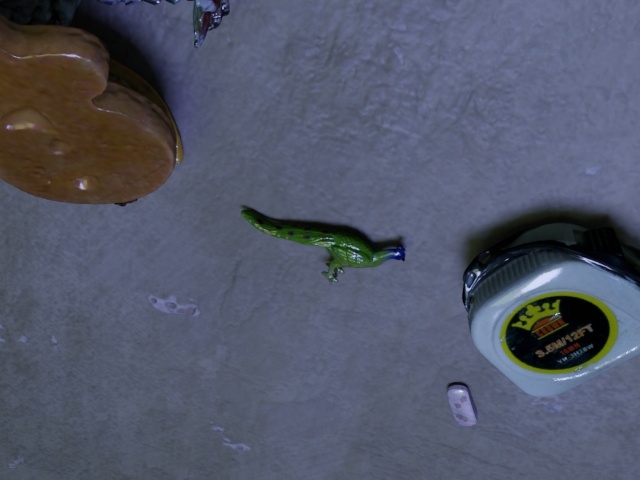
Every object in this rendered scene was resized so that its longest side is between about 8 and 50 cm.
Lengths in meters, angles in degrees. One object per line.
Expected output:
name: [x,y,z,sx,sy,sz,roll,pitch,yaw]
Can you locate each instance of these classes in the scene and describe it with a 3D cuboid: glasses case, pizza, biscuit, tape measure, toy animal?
glasses case: [0.208,0.242,1.194,0.032,0.021,0.083,-5,128,23]
pizza: [-0.226,-0.137,0.962,0.099,0.036,0.160,-36,126,-5]
biscuit: [-0.302,-0.135,0.841,0.275,0.052,0.355,-20,150,31]
tape measure: [0.293,0.061,0.961,0.235,0.115,0.207,-36,113,27]
toy animal: [0.000,0.013,1.050,0.217,0.041,0.075,14,130,10]

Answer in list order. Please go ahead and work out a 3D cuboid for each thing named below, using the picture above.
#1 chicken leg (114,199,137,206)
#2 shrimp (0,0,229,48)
chicken leg: [-0.369,-0.146,1.003,0.323,0.083,0.177,18,141,3]
shrimp: [-0.297,-0.261,0.835,0.411,0.166,0.221,-5,151,2]
